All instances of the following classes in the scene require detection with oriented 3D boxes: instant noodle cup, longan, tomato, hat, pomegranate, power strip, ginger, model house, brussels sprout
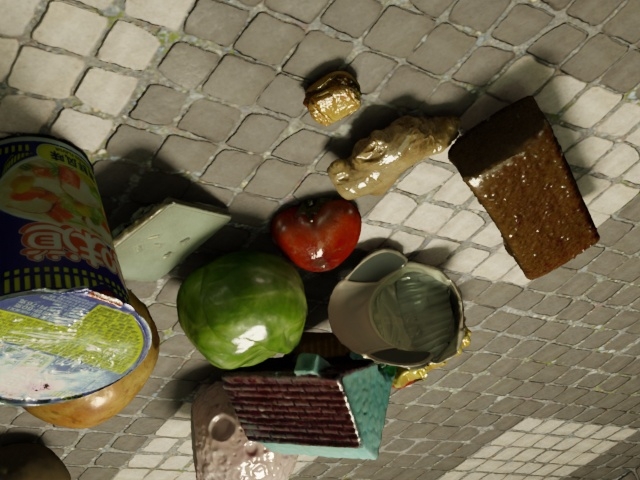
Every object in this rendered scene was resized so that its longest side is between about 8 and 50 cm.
[{"bbox_3d":[-0.393,0.027,1.338,0.284,0.312,0.284,-11,144,-8],"label":"instant noodle cup"},{"bbox_3d":[-0.638,0.519,2.055,0.212,0.198,0.198,-33,143,7],"label":"longan"},{"bbox_3d":[0.000,0.000,1.650,0.159,0.091,0.139,-15,146,-5],"label":"tomato"},{"bbox_3d":[0.137,0.142,1.802,0.275,0.232,0.161,-5,159,-33],"label":"hat"},{"bbox_3d":[-0.401,0.172,1.585,0.281,0.281,0.281,-10,145,-7],"label":"pomegranate"},{"bbox_3d":[-0.269,-0.013,1.537,0.198,0.064,0.213,-36,161,16],"label":"power strip"},{"bbox_3d":[0.116,-0.139,1.515,0.213,0.074,0.137,-27,161,23],"label":"ginger"},{"bbox_3d":[-0.036,0.256,1.784,0.280,0.230,0.249,-5,145,29],"label":"model house"},{"bbox_3d":[-0.128,0.117,1.668,0.244,0.244,0.244,-10,145,-7],"label":"brussels sprout"}]

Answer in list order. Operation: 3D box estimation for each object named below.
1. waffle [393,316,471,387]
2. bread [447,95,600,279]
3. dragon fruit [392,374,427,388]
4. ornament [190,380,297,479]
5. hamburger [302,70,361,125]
[{"bbox_3d":[0.187,0.224,1.978,0.253,0.056,0.249,-30,-168,-11],"label":"waffle"},{"bbox_3d":[0.350,-0.078,1.635,0.165,0.113,0.416,-34,146,7],"label":"bread"},{"bbox_3d":[0.176,0.285,2.126,0.116,0.081,0.086,11,160,-15],"label":"dragon fruit"},{"bbox_3d":[-0.156,0.411,2.025,0.225,0.259,0.259,-4,144,-10],"label":"ornament"},{"bbox_3d":[0.018,-0.208,1.405,0.083,0.044,0.076,-24,147,16],"label":"hamburger"}]
